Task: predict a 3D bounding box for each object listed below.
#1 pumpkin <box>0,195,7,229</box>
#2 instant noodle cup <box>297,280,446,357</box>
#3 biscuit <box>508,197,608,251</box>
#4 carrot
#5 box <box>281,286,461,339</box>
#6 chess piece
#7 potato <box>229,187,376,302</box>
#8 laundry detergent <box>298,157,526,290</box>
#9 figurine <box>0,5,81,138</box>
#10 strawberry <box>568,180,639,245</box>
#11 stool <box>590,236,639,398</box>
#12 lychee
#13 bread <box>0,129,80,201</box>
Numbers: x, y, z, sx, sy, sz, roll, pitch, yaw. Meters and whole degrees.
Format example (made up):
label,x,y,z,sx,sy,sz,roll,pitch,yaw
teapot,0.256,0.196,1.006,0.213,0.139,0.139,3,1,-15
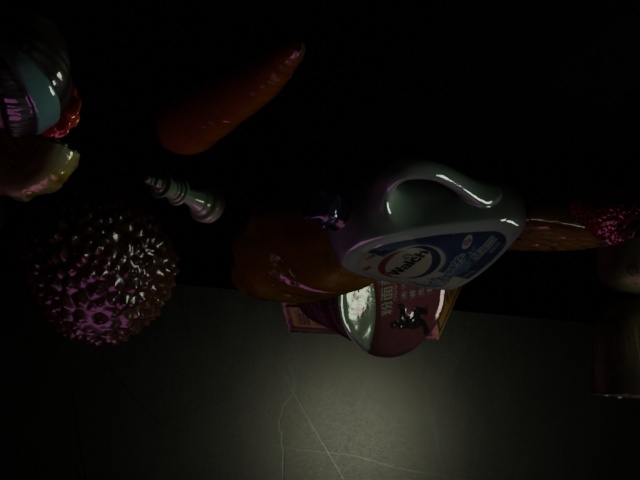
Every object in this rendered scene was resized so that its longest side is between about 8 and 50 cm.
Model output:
label,x,y,z,sx,sy,sz,roll,pitch,yaw
pumpkin,-0.569,-0.040,2.041,0.126,0.131,0.248,8,174,-23
instant noodle cup,0.073,0.072,2.197,0.234,0.235,0.178,10,180,-37
biscuit,0.273,-0.023,1.958,0.359,0.046,0.359,5,172,1
carrot,-0.088,-0.140,1.246,0.069,0.069,0.336,8,166,-27
box,0.101,0.090,2.413,0.301,0.084,0.193,1,-144,24
chess piece,-0.204,-0.069,1.878,0.059,0.059,0.149,0,167,35
potato,0.000,0.000,1.935,0.176,0.195,0.369,-37,-171,-35
laundry detergent,0.107,-0.032,1.681,0.280,0.105,0.215,17,139,-32
figurine,-0.328,-0.152,1.103,0.245,0.110,0.138,10,174,-5
strawberry,0.366,-0.037,1.649,0.096,0.083,0.083,6,174,23
stool,0.549,0.136,2.166,0.179,0.264,0.179,5,174,1
lychee,-0.352,0.041,2.057,0.267,0.268,0.267,5,173,1
bread,-0.376,-0.096,1.628,0.157,0.094,0.083,-5,167,13
